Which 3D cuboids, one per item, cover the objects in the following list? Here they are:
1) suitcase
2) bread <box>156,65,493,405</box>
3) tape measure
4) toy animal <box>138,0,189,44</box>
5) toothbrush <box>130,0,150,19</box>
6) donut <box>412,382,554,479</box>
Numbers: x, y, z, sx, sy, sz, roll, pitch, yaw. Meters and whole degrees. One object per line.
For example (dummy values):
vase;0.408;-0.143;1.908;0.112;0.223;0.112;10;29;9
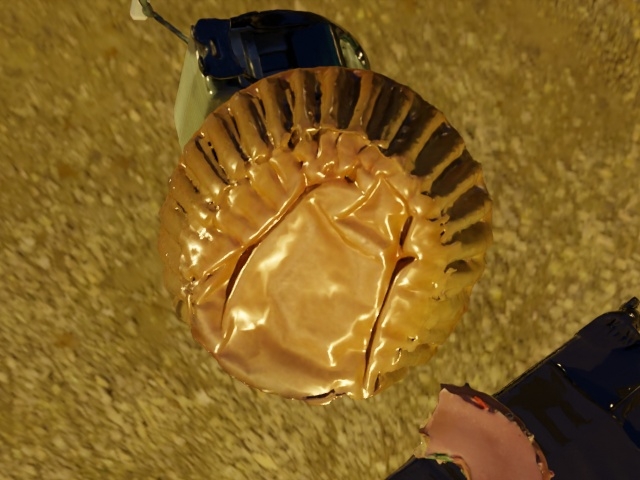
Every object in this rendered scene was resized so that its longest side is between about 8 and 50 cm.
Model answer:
suitcase;0.214;0.271;1.147;0.434;0.194;0.283;-32;70;-26
bread;0.001;-0.003;0.823;0.240;0.139;0.239;0;97;4
tape measure;-0.038;-0.141;1.211;0.207;0.235;0.115;-7;70;-16
toy animal;-0.131;-0.203;1.492;0.070;0.079;0.253;-30;72;-27
toothbrush;-0.203;-0.387;1.457;0.025;0.342;0.030;1;58;-14
donut;0.114;0.190;0.878;0.117;0.065;0.166;15;64;11
